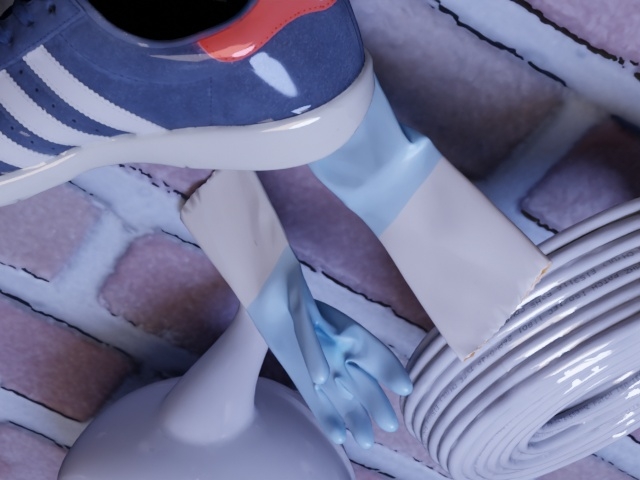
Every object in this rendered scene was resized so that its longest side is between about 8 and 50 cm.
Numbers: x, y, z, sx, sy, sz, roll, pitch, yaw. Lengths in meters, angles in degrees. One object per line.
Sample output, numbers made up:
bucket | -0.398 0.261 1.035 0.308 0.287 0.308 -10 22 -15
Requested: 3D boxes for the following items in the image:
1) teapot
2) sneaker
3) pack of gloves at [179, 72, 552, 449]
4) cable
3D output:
teapot | -0.062 0.194 0.845 0.252 0.187 0.256 48 145 -8
sneaker | -0.150 -0.114 0.625 0.350 0.131 0.148 -8 128 13
pack of gloves | 0.000 0.000 0.667 0.046 0.232 0.195 -5 139 -47
cable | 0.173 0.071 0.717 0.257 0.089 0.257 -41 153 25
